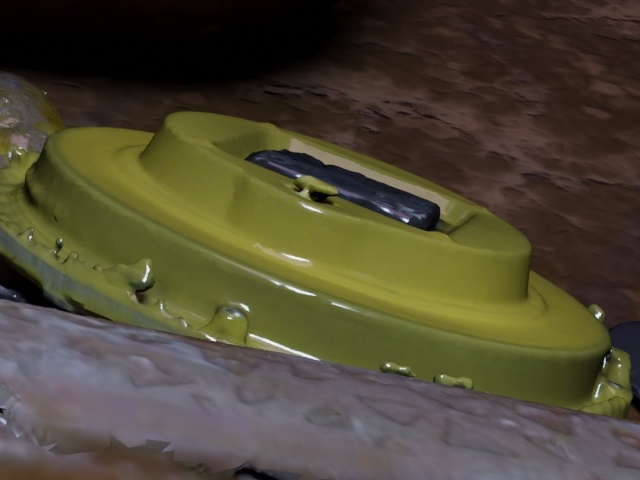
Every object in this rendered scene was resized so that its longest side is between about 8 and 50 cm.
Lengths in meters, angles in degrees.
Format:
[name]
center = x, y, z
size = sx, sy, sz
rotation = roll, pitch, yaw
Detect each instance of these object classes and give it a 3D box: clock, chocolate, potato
[clock]
center = 0.000, 0.000, 0.673
size = 0.237, 0.057, 0.237
rotation = 18, 10, -4
[chocolate]
center = 0.024, 0.068, 0.508
size = 0.329, 0.065, 0.102
rotation = 14, 40, -23
[potato]
center = -0.121, -0.042, 0.773
size = 0.046, 0.045, 0.092
rotation = -36, 40, -12

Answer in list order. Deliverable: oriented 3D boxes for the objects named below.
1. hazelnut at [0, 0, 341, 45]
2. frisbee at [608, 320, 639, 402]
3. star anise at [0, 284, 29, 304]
[hazelnut]
center = -0.111, -0.266, 0.927
size = 0.421, 0.353, 0.421
rotation = 42, 23, -23
[frisbee]
center = 0.144, 0.093, 0.656
size = 0.211, 0.012, 0.187
rotation = 31, 31, 32
[star anise]
center = -0.084, 0.060, 0.551
size = 0.182, 0.065, 0.195
rotation = 36, 24, 30
